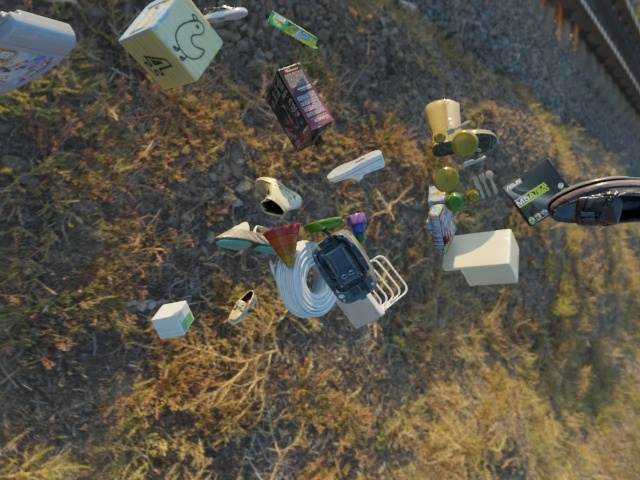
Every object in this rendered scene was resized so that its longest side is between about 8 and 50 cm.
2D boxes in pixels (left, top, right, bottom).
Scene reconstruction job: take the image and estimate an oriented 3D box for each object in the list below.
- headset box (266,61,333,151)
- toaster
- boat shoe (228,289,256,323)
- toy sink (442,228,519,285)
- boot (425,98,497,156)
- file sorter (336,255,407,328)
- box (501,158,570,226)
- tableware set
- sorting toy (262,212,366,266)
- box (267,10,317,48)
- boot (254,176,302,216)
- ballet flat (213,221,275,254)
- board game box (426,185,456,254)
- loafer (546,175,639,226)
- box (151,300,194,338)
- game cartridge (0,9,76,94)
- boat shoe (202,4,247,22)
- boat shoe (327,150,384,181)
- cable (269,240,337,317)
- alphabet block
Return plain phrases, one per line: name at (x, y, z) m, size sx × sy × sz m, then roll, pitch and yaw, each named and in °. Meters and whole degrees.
headset box at (-0.080, -0.506, 1.779) m, size 0.110 × 0.218 × 0.293 m, roll -29°, pitch 87°, yaw -22°
toaster at (0.065, 0.058, 1.257) m, size 0.227 × 0.129 × 0.146 m, roll 57°, pitch 10°, yaw -2°
boat shoe at (-0.246, 0.205, 1.404) m, size 0.135 × 0.050 × 0.045 m, roll -56°, pitch 151°, yaw -52°
toy sink at (0.583, 0.070, 1.634) m, size 0.131 × 0.234 × 0.152 m, roll 50°, pitch 45°, yaw -38°
boot at (0.515, -0.435, 1.676) m, size 0.089 × 0.236 × 0.269 m, roll 73°, pitch 19°, yaw -47°
file sorter at (0.189, 0.202, 1.789) m, size 0.173 × 0.277 × 0.192 m, roll -34°, pitch 82°, yaw -25°
box at (0.809, -0.175, 1.669) m, size 0.184 × 0.191 × 0.045 m, roll 60°, pitch 24°, yaw 13°
tableware set at (0.257, -0.136, 0.843) m, size 0.154 × 0.104 × 0.024 m, roll 66°, pitch 16°, yaw -3°
sorting toy at (0.000, 0.000, 1.435) m, size 0.366 × 0.127 × 0.126 m, roll -11°, pitch 85°, yaw -29°
box at (-0.087, -0.735, 1.584) m, size 0.179 × 0.105 × 0.043 m, roll 4°, pitch 123°, yaw -54°
boot at (-0.194, -0.170, 1.747) m, size 0.165 × 0.213 × 0.077 m, roll -40°, pitch 156°, yaw -58°
ballet flat at (-0.275, -0.012, 1.782) m, size 0.316 × 0.108 × 0.106 m, roll 12°, pitch 63°, yaw -37°
board game box at (0.405, -0.079, 1.538) m, size 0.194 × 0.060 × 0.194 m, roll -47°, pitch 126°, yaw -52°
loafer at (0.675, -0.081, 0.997) m, size 0.109 × 0.303 × 0.095 m, roll 64°, pitch 24°, yaw -43°
box at (-0.530, 0.285, 1.620) m, size 0.101 × 0.102 × 0.087 m, roll -75°, pitch 150°, yaw -64°
game cartridge at (-0.729, -0.424, 1.045) m, size 0.062 × 0.297 × 0.198 m, roll 68°, pitch 19°, yaw -3°
boat shoe at (-0.303, -0.722, 1.421) m, size 0.142 × 0.049 × 0.040 m, roll -11°, pitch 94°, yaw -4°
boat shoe at (0.159, -0.300, 1.958) m, size 0.095 × 0.258 × 0.084 m, roll -102°, pitch 168°, yaw -60°
cable at (-0.036, 0.127, 1.494) m, size 0.257 × 0.089 × 0.257 m, roll -25°, pitch 103°, yaw -48°
alphabet block at (-0.465, -0.623, 1.413) m, size 0.197 × 0.194 × 0.192 m, roll 46°, pitch 60°, yaw -43°
